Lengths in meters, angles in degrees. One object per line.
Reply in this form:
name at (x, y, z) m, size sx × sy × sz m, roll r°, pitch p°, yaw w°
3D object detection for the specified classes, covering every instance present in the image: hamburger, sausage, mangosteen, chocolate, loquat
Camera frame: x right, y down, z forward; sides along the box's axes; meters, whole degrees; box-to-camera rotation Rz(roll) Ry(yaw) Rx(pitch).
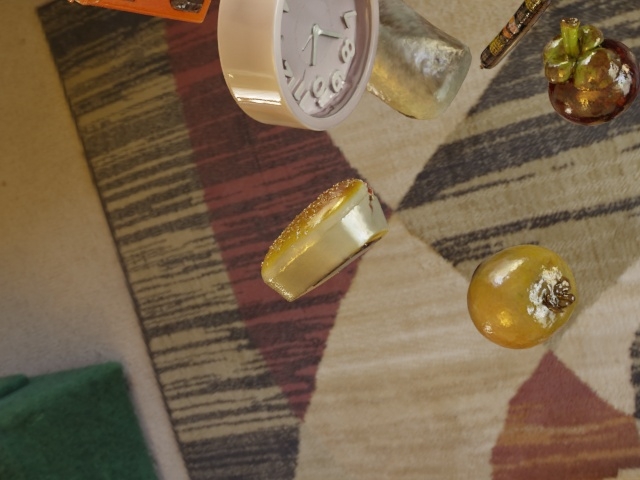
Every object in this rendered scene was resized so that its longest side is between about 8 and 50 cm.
hamburger at (0.000, 0.000, 1.660) m, size 0.295 × 0.227 × 0.151 m, roll -36°, pitch 88°, yaw 31°
sausage at (0.213, -0.233, 0.907) m, size 0.025 × 0.198 × 0.028 m, roll -34°, pitch 86°, yaw -15°
mangosteen at (0.422, -0.265, 1.321) m, size 0.156 × 0.181 × 0.146 m, roll 15°, pitch 86°, yaw 52°
chocolate at (0.138, -0.363, 1.531) m, size 0.303 × 0.100 × 0.185 m, roll 32°, pitch 74°, yaw -7°
loquat at (0.277, 0.077, 1.132) m, size 0.163 × 0.163 × 0.137 m, roll -19°, pitch 93°, yaw 30°

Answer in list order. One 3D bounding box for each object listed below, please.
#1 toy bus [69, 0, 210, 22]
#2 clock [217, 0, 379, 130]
toy bus at (-0.356, -0.486, 1.470) m, size 0.153 × 0.329 × 0.143 m, roll 51°, pitch 127°, yaw 36°
clock at (-0.016, -0.212, 0.831) m, size 0.068 × 0.197 × 0.197 m, roll 13°, pitch 109°, yaw 31°
